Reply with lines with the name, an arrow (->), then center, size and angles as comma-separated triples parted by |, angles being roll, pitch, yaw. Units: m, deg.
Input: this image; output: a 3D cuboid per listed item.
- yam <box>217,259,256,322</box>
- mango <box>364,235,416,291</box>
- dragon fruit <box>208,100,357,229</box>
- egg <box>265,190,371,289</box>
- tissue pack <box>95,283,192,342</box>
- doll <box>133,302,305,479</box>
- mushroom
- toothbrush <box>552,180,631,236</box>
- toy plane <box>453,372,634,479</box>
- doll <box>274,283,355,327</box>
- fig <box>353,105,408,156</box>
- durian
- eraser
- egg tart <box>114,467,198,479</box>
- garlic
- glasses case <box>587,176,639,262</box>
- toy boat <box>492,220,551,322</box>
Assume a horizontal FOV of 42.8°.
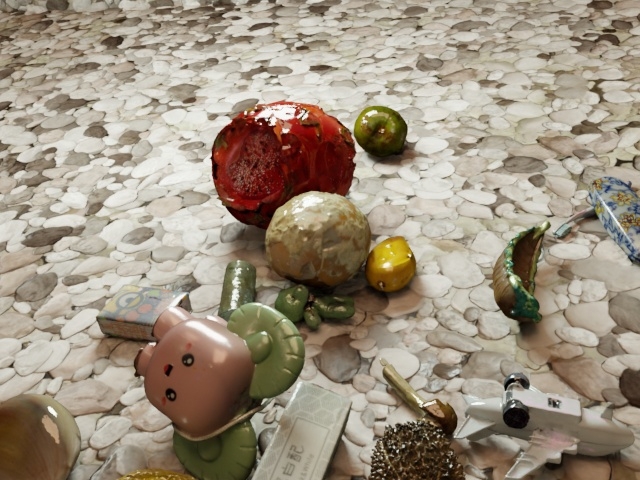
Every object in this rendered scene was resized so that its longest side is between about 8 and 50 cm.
yam -> -0.158, 0.108, 1.562 | 0.068, 0.068, 0.169 | -4, 33, 4
mango -> 0.138, 0.045, 1.605 | 0.101, 0.066, 0.187 | -8, 28, 13
dragon fruit -> -0.074, -0.156, 1.736 | 0.302, 0.295, 0.295 | 1, 26, -35
egg -> 0.000, 0.000, 1.578 | 0.195, 0.194, 0.233 | 22, 13, 35
tissue pack -> -0.333, 0.138, 1.553 | 0.148, 0.060, 0.108 | 6, 38, 20
doll -> -0.154, 0.217, 1.281 | 0.268, 0.284, 0.216 | 30, 5, 33
mushroom -> 0.146, 0.252, 1.307 | 0.061, 0.060, 0.187 | -23, 34, -24
toothbrush -> 0.580, -0.069, 1.728 | 0.269, 0.021, 0.027 | -29, 53, -29
toy plane -> 0.332, 0.267, 1.210 | 0.256, 0.101, 0.251 | 3, 24, 14
doll -> -0.011, 0.115, 1.526 | 0.151, 0.077, 0.115 | 2, 32, -2
fig -> 0.149, -0.258, 2.032 | 0.133, 0.185, 0.126 | 2, 73, 4
durian -> 0.131, 0.309, 1.187 | 0.149, 0.091, 0.188 | -11, 21, -13
eraser -> -0.061, 0.373, 1.116 | 0.096, 0.098, 0.404 | 20, 39, 8
egg tart -> -0.233, 0.406, 1.132 | 0.191, 0.074, 0.191 | -4, 35, 3
garlic -> -0.434, 0.329, 1.272 | 0.267, 0.148, 0.129 | 23, 7, 42
glasses case -> 0.614, -0.045, 1.641 | 0.087, 0.065, 0.248 | -3, 41, -7
toy boat -> 0.374, 0.055, 1.517 | 0.099, 0.108, 0.293 | -27, 18, 30
